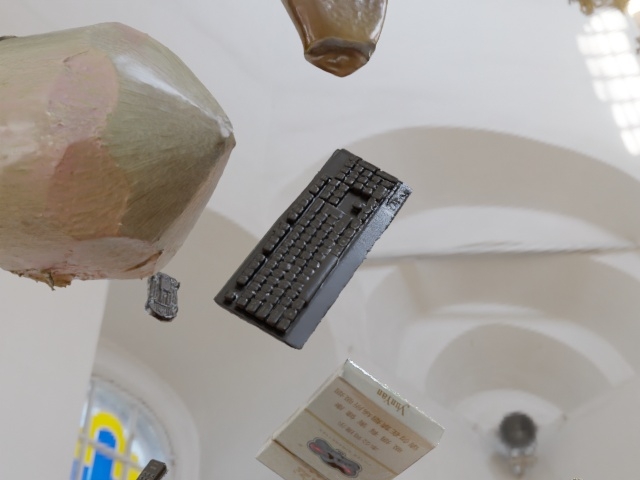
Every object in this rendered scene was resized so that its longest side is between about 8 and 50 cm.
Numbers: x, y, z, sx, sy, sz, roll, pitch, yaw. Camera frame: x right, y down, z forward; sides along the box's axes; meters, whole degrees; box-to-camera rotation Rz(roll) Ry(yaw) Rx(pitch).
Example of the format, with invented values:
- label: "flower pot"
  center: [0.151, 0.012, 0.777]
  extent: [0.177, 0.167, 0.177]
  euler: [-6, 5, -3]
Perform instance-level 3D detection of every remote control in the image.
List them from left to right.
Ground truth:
- label: "remote control"
  center: [-0.170, 0.241, 0.959]
  extent: [0.016, 0.091, 0.034]
  euler: [49, -26, -26]

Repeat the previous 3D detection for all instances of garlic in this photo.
- label: "garlic"
  center: [0.005, -0.318, 1.308]
  extent: [0.143, 0.318, 0.112]
  euler: [2, -45, -21]

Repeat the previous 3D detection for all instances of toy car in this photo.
- label: "toy car"
  center: [-0.197, 0.072, 1.305]
  extent: [0.041, 0.093, 0.025]
  euler: [24, -61, -18]

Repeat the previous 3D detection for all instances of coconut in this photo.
- label: "coconut"
  center: [-0.184, -0.072, 0.864]
  extent: [0.234, 0.224, 0.224]
  euler: [7, -44, 21]

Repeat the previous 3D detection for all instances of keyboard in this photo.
- label: "keyboard"
  center: [0.000, -0.001, 0.796]
  extent: [0.074, 0.196, 0.015]
  euler: [27, -41, 13]

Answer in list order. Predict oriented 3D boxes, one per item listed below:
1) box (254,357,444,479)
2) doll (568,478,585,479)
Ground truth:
- label: "box"
  center: [0.018, 0.158, 0.821]
  extent: [0.090, 0.024, 0.167]
  euler: [36, -41, -2]
- label: "doll"
  center: [0.227, 0.381, 0.981]
  extent: [0.235, 0.330, 0.174]
  euler: [50, -36, 11]
